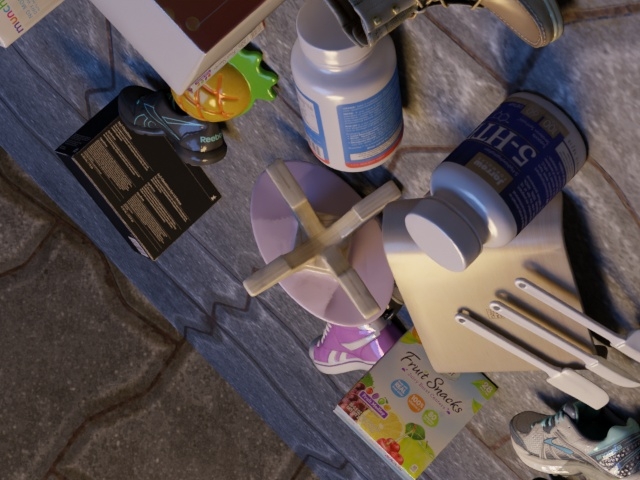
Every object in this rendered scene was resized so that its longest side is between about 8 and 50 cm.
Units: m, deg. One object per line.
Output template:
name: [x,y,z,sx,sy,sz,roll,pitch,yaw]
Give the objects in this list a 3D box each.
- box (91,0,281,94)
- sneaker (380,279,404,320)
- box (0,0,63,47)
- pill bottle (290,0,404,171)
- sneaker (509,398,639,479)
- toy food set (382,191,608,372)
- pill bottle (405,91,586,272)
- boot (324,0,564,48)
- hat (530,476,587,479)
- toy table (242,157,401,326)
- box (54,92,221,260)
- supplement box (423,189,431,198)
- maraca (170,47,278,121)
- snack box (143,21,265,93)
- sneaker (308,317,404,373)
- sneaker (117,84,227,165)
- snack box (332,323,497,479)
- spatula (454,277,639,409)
box: [-0.189,-0.375,1.465,0.345,0.215,0.168,47,162,-4]
sneaker: [0.100,0.092,2.075,0.063,0.075,0.170,46,163,0]
box: [-0.465,-0.461,1.884,0.126,0.231,0.262,30,156,41]
pill bottle: [0.032,-0.189,1.530,0.124,0.124,0.221,38,160,25]
sneaker: [0.372,0.271,1.857,0.283,0.110,0.122,11,124,57]
toy food set: [0.222,0.056,1.613,0.219,0.092,0.306,-3,136,23]
pill bottle: [0.182,-0.058,1.369,0.112,0.186,0.112,40,162,16]
boot: [0.106,-0.225,1.204,0.213,0.165,0.077,46,163,4]
hat: [0.445,0.446,2.116,0.183,0.208,0.173,-28,79,31]
toy table: [0.000,0.000,1.865,0.274,0.252,0.161,44,177,4]
box: [-0.338,-0.123,2.423,0.261,0.184,0.103,55,162,-28]
supplement box: [0.180,-0.048,1.646,0.062,0.036,0.098,50,162,-13]
maraca: [-0.143,-0.232,1.890,0.185,0.099,0.127,-11,131,39]
snack box: [-0.159,-0.275,1.743,0.100,0.141,0.037,36,161,28]
sneaker: [0.042,0.150,2.323,0.161,0.102,0.282,54,150,-14]
sneaker: [-0.251,-0.222,2.195,0.267,0.101,0.106,30,137,38]
snack box: [0.153,0.258,2.104,0.174,0.207,0.070,43,162,6]
spatula: [0.298,0.122,1.578,0.242,0.019,0.168,31,144,-15]
